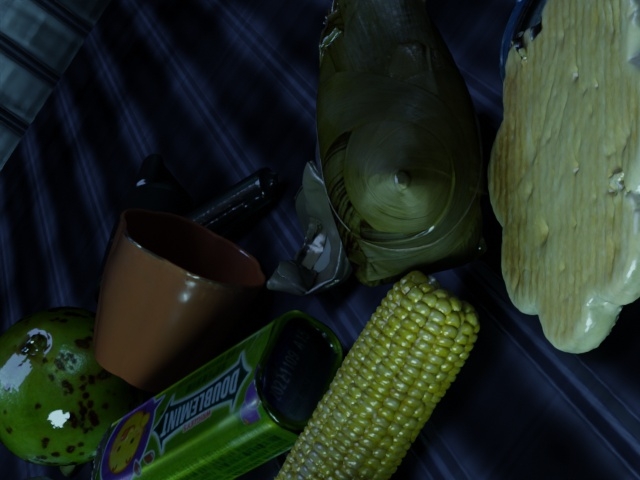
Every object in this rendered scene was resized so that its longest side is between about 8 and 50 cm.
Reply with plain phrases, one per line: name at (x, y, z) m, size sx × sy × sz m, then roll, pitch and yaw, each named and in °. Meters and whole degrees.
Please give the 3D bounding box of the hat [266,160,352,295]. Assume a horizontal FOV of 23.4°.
hat at (0.000, 0.000, 1.691) m, size 0.175 × 0.085 × 0.147 m, roll 114°, pitch 173°, yaw -83°

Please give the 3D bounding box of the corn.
corn at (0.048, 0.143, 1.343) m, size 0.244 × 0.093 × 0.093 m, roll -57°, pitch 22°, yaw 5°

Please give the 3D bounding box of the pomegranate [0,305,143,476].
pomegranate at (-0.325, 0.199, 1.969) m, size 0.263 × 0.211 × 0.211 m, roll 77°, pitch -157°, yaw -51°

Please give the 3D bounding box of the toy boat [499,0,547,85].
toy boat at (0.209, -0.197, 1.508) m, size 0.061 × 0.060 × 0.137 m, roll 109°, pitch 179°, yaw -64°

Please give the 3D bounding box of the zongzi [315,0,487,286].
zongzi at (0.059, -0.124, 1.310) m, size 0.300 × 0.145 × 0.274 m, roll 65°, pitch -167°, yaw -74°

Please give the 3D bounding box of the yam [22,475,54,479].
yam at (-0.342, 0.368, 1.859) m, size 0.107 × 0.107 × 0.183 m, roll -51°, pitch 20°, yaw 18°

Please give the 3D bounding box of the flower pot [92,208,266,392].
flower pot at (-0.180, 0.080, 1.829) m, size 0.190 × 0.190 × 0.173 m, roll -119°, pitch 50°, yaw -66°

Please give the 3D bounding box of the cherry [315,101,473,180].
cherry at (0.079, -0.103, 1.544) m, size 0.176 × 0.140 × 0.176 m, roll -50°, pitch 8°, yaw 10°

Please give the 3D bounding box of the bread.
bread at (0.207, -0.069, 1.206) m, size 0.316 × 0.054 × 0.316 m, roll -176°, pitch 90°, yaw -74°

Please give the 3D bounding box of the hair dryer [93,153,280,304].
hair dryer at (-0.158, -0.043, 2.049) m, size 0.302 × 0.116 × 0.244 m, roll -29°, pitch 34°, yaw 31°

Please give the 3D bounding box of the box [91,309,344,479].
box at (-0.116, 0.192, 1.619) m, size 0.345 × 0.097 × 0.134 m, roll -33°, pitch 34°, yaw 46°
